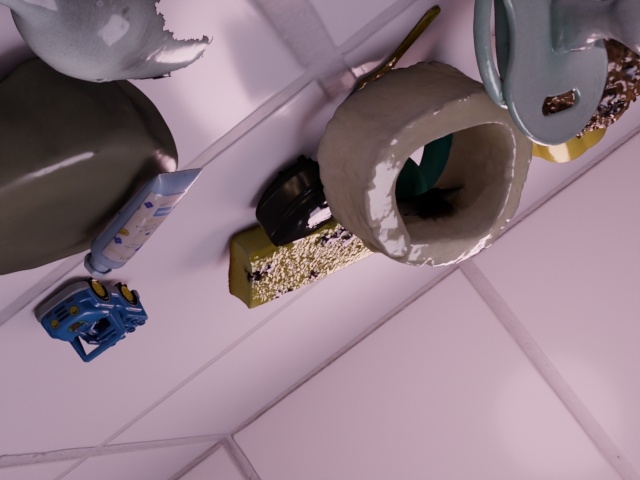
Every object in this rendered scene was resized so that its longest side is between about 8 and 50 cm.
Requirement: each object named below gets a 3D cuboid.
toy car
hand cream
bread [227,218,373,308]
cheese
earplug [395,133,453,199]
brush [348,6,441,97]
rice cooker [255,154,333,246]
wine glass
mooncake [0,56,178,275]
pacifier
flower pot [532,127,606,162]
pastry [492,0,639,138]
[{"bbox_3d":[-0.340,0.126,1.536,0.097,0.100,0.191,-36,161,12],"label":"toy car"},{"bbox_3d":[-0.188,-0.021,1.027,0.171,0.043,0.065,-44,165,33],"label":"hand cream"},{"bbox_3d":[-0.001,0.000,1.843,0.361,0.077,0.138,-23,136,-30],"label":"bread"},{"bbox_3d":[0.159,-0.109,1.535,0.332,0.153,0.292,-12,123,-32],"label":"cheese"},{"bbox_3d":[0.147,-0.105,1.767,0.257,0.163,0.280,-30,179,8],"label":"earplug"},{"bbox_3d":[0.115,-0.275,1.501,0.083,0.011,0.205,-17,155,-48],"label":"brush"},{"bbox_3d":[-0.035,-0.059,1.641,0.112,0.106,0.165,-20,154,-46],"label":"rice cooker"},{"bbox_3d":[-0.217,-0.194,0.783,0.143,0.143,0.321,-44,165,28],"label":"wine glass"},{"bbox_3d":[-0.285,-0.070,1.011,0.275,0.135,0.275,-31,165,-9],"label":"mooncake"},{"bbox_3d":[0.357,-0.294,1.374,0.288,0.343,0.269,-22,-159,-36],"label":"pacifier"},{"bbox_3d":[0.453,-0.271,1.946,0.195,0.195,0.179,-38,153,7],"label":"flower pot"},{"bbox_3d":[0.432,-0.310,1.701,0.275,0.275,0.193,-39,-159,12],"label":"pastry"}]
